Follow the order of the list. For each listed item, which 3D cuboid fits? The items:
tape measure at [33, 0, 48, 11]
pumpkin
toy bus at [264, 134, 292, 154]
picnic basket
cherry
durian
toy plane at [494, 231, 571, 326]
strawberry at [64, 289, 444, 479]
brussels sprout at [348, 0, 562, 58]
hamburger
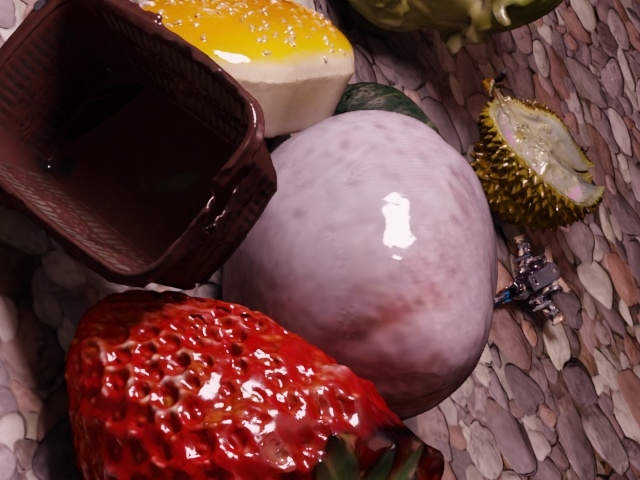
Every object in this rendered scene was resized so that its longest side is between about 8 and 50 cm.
[{"bbox_3d":[-0.245,-0.249,1.701,0.054,0.094,0.091,54,14,-10],"label":"tape measure"},{"bbox_3d":[0.072,-0.087,1.955,0.211,0.152,0.211,46,-2,2],"label":"pumpkin"},{"bbox_3d":[0.000,0.000,1.883,0.268,0.092,0.106,48,45,-23],"label":"toy bus"},{"bbox_3d":[-0.173,-0.085,1.528,0.297,0.222,0.129,36,-2,29],"label":"picnic basket"},{"bbox_3d":[0.050,0.027,1.682,0.291,0.335,0.326,11,82,-7],"label":"cherry"},{"bbox_3d":[0.268,-0.110,2.295,0.237,0.138,0.193,57,37,-6],"label":"durian"},{"bbox_3d":[0.280,0.060,2.258,0.188,0.062,0.135,-19,84,-58],"label":"toy plane"},{"bbox_3d":[-0.084,0.202,1.476,0.292,0.310,0.291,-18,117,-39],"label":"strawberry"},{"bbox_3d":[0.147,-0.462,2.217,0.425,0.342,0.361,60,5,-12],"label":"brussels sprout"},{"bbox_3d":[-0.095,-0.188,1.753,0.295,0.227,0.151,-12,111,-61],"label":"hamburger"}]
